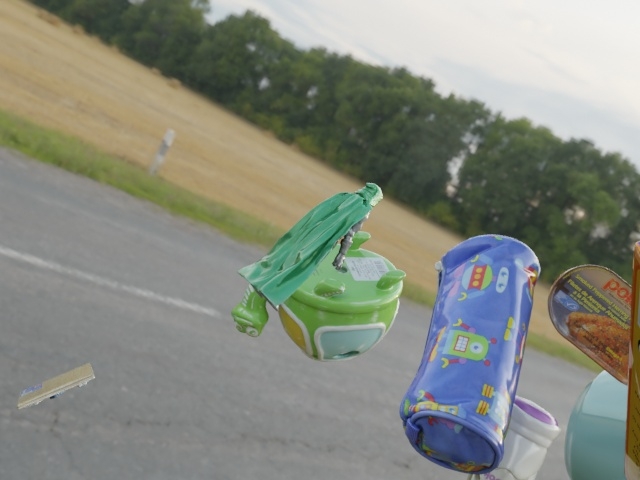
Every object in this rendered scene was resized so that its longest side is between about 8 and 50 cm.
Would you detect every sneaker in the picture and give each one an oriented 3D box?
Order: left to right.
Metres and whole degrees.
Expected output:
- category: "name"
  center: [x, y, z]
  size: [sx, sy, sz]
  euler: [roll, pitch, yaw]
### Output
- category: "sneaker"
  center: [0.238, 0.286, 1.356]
  size: [0.114, 0.152, 0.305]
  euler: [27, -6, 9]

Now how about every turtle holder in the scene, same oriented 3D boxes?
- category: "turtle holder"
  center: [0.009, 0.135, 2.011]
  size: [0.320, 0.228, 0.243]
  euler: [-21, 42, -41]

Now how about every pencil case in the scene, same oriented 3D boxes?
- category: "pencil case"
  center: [0.182, 0.127, 1.199]
  size: [0.133, 0.306, 0.119]
  euler: [12, -40, 10]

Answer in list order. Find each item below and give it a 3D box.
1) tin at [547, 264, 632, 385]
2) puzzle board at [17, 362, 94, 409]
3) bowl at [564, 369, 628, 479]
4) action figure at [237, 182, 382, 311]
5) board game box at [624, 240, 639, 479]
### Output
- category: "tin"
  center: [0.380, 0.109, 1.277]
  size: [0.189, 0.106, 0.040]
  euler: [40, 9, 4]
- category: "puzzle board"
  center: [-0.334, 0.185, 1.249]
  size: [0.011, 0.096, 0.128]
  euler: [68, -14, -5]
- category: "bowl"
  center: [0.497, 0.319, 1.555]
  size: [0.163, 0.312, 0.311]
  euler: [10, -8, 39]
- category: "action figure"
  center: [0.000, 0.000, 1.407]
  size: [0.063, 0.232, 0.137]
  euler: [54, -10, -36]
- category: "board game box"
  center: [0.463, 0.185, 0.712]
  size: [0.356, 0.356, 0.357]
  euler: [73, 0, -48]
